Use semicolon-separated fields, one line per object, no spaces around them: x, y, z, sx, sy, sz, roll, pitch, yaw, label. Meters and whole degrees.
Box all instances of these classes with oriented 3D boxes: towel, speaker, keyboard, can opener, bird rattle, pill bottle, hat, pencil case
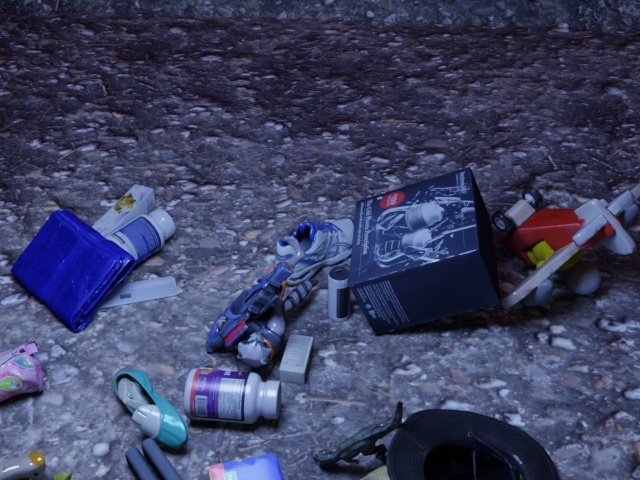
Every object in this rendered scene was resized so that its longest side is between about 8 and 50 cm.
-0.628;0.061;2.054;0.308;0.076;0.227;30;77;35;towel
0.045;0.129;1.977;0.055;0.136;0.055;0;38;0;speaker
-0.492;0.136;2.079;0.256;0.014;0.072;-10;44;-11;keyboard
-0.289;0.478;1.581;0.074;0.093;0.280;-24;39;-26;can opener
-0.572;0.476;1.494;0.254;0.206;0.143;-14;38;-23;bird rattle
-0.479;-0.005;2.176;0.112;0.112;0.187;26;46;30;pill bottle
0.274;0.468;1.547;0.331;0.134;0.331;9;40;-7;hat
-0.744;0.308;1.774;0.284;0.124;0.124;-17;41;-19;pencil case
-0.183;0.331;1.744;0.194;0.108;0.108;4;38;5;pill bottle

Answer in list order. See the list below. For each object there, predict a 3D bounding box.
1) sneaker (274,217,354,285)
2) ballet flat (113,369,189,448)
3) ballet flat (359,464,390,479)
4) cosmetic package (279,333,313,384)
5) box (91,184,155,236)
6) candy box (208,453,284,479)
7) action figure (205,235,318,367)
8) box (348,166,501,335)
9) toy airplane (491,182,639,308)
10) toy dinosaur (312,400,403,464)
0.000;0.000;2.149;0.112;0.131;0.296;25;43;32;sneaker
-0.369;0.355;1.729;0.087;0.083;0.247;12;18;-44;ballet flat
0.062;0.526;1.471;0.123;0.123;0.348;9;42;12;ballet flat
-0.054;0.270;1.875;0.060;0.041;0.115;7;39;9;cosmetic package
-0.564;-0.041;2.262;0.063;0.067;0.324;13;41;18;box
-0.085;0.544;1.300;0.122;0.317;0.268;-9;39;-11;candy box
-0.102;0.148;1.883;0.178;0.341;0.330;35;45;-14;action figure
0.250;0.020;1.996;0.313;0.179;0.343;-16;34;17;box
0.623;0.014;2.008;0.386;0.272;0.384;-24;17;23;toy airplane
0.104;0.390;1.624;0.118;0.268;0.064;13;46;-44;toy dinosaur
